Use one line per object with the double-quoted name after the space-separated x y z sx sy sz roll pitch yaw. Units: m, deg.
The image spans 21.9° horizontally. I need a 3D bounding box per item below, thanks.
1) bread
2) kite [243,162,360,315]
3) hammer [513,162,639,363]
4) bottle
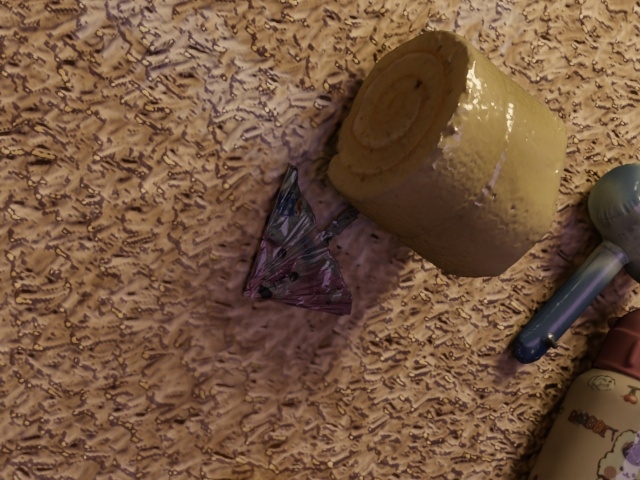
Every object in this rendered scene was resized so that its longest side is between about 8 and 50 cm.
0.101 -0.062 1.234 0.141 0.134 0.148 35 74 -36 "bread"
0.000 0.000 1.254 0.157 0.011 0.139 -37 122 -23 "kite"
0.233 0.033 1.401 0.194 0.069 0.116 -46 123 -10 "hammer"
0.251 0.170 1.408 0.110 0.110 0.233 32 80 -36 "bottle"
